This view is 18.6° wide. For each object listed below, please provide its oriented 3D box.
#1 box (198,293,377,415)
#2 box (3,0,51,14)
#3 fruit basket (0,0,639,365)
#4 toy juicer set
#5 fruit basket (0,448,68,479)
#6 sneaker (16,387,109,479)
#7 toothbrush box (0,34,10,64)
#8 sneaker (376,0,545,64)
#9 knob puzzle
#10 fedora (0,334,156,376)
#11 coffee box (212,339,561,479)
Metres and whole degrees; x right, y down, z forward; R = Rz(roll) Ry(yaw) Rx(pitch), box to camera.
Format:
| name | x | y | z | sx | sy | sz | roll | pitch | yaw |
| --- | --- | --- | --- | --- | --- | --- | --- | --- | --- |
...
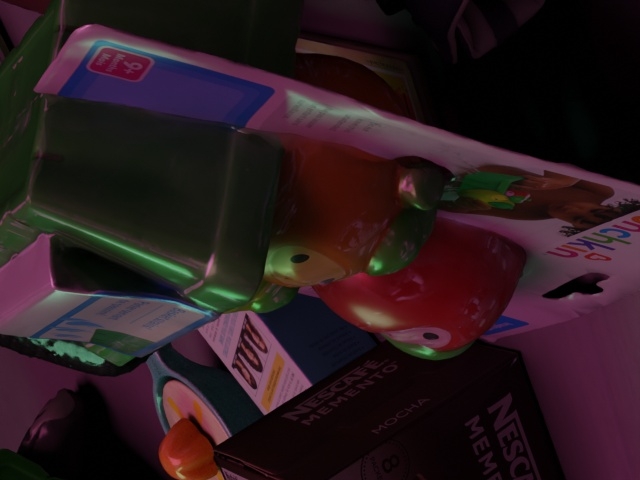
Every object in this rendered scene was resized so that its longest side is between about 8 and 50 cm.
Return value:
| name | x | y | z | sx | sy | sz | roll | pitch | yaw |
| --- | --- | --- | --- | --- | --- | --- | --- | --- | --- |
| box | -0.021 | 0.072 | 1.359 | 0.244 | 0.060 | 0.100 | 50 | 153 | 19 |
| box | -0.140 | -0.241 | 1.117 | 0.203 | 0.168 | 0.167 | 23 | 137 | 51 |
| fruit basket | 0.000 | 0.000 | 0.985 | 0.353 | 0.165 | 0.327 | 20 | 162 | -18 |
| toy juicer set | -0.064 | 0.162 | 1.504 | 0.209 | 0.089 | 0.329 | 21 | 135 | 53 |
| fruit basket | -0.226 | 0.416 | 1.829 | 0.392 | 0.283 | 0.392 | 19 | 126 | 29 |
| sneaker | -0.235 | 0.244 | 1.932 | 0.106 | 0.101 | 0.267 | 26 | 143 | 15 |
| toothbrush box | -0.333 | -0.063 | 1.718 | 0.283 | 0.122 | 0.206 | -8 | 111 | 62 |
| sneaker | 0.024 | -0.144 | 0.964 | 0.163 | 0.086 | 0.226 | 47 | 160 | 1 |
| knob puzzle | 0.025 | -0.031 | 1.203 | 0.213 | 0.030 | 0.213 | 42 | 150 | 32 |
| fedora | -0.133 | -0.027 | 1.241 | 0.152 | 0.334 | 0.334 | 28 | 151 | 1 |
| coffee box | 0.074 | 0.225 | 1.226 | 0.119 | 0.168 | 0.297 | 11 | 126 | 58 |
